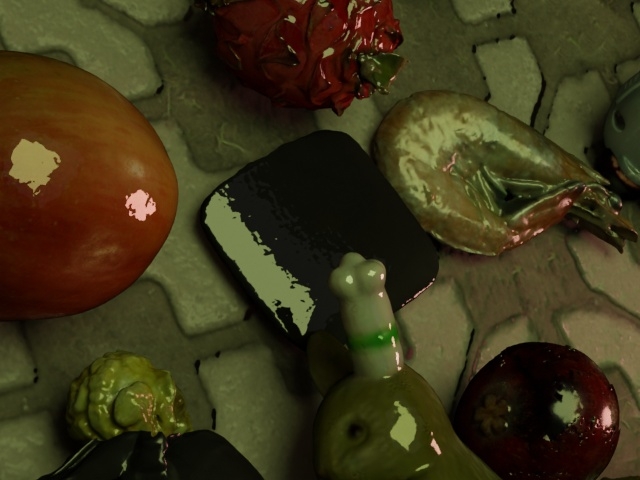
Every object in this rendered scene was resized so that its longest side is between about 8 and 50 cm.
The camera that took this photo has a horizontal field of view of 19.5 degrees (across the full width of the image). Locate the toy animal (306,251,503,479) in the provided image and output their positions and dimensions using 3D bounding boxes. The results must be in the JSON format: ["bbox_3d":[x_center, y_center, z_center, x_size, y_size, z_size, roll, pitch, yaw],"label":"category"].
[{"bbox_3d":[0.060,0.206,1.662,0.180,0.181,0.363,-41,98,-34],"label":"toy animal"}]

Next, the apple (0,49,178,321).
[{"bbox_3d":[-0.249,-0.034,1.556,0.241,0.242,0.242,14,62,-43],"label":"apple"}]

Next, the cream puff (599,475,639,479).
[{"bbox_3d":[0.348,0.321,1.700,0.269,0.274,0.323,-6,49,-6],"label":"cream puff"}]

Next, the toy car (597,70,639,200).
[{"bbox_3d":[0.451,-0.110,2.047,0.270,0.180,0.212,42,45,-8],"label":"toy car"}]

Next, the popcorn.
[{"bbox_3d":[-0.163,0.148,1.603,0.120,0.116,0.106,35,31,-21],"label":"popcorn"}]

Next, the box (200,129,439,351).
[{"bbox_3d":[0.000,0.000,1.805,0.212,0.042,0.201,-35,90,-35],"label":"box"}]

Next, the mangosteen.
[{"bbox_3d":[0.216,0.180,1.795,0.180,0.166,0.166,20,56,-58],"label":"mangosteen"}]

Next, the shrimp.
[{"bbox_3d":[0.195,-0.046,1.930,0.317,0.077,0.168,25,69,-15],"label":"shrimp"}]

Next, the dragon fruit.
[{"bbox_3d":[-0.013,-0.214,1.810,0.209,0.172,0.172,29,57,-3],"label":"dragon fruit"}]

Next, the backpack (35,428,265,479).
[{"bbox_3d":[-0.167,0.367,1.429,0.445,0.255,0.363,-33,82,-33],"label":"backpack"}]
